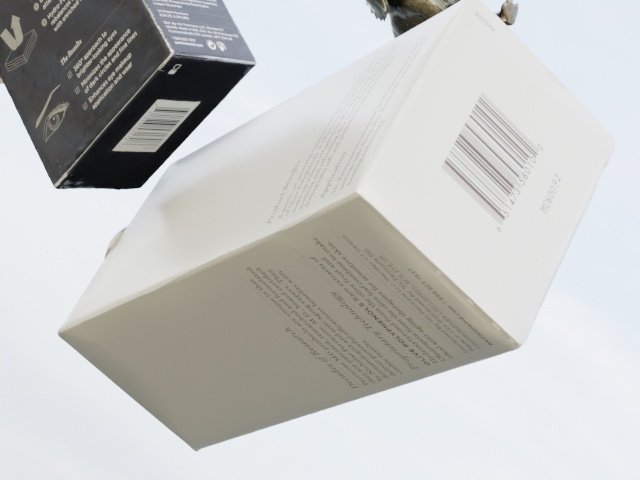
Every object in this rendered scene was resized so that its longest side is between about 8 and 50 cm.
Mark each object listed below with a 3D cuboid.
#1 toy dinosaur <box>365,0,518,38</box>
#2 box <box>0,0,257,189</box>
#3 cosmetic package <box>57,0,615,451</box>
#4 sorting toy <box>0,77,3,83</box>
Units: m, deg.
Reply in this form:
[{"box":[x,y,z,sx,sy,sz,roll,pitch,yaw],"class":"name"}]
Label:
[{"box":[0.134,-0.244,1.947,0.160,0.121,0.313,3,-28,37],"class":"toy dinosaur"},{"box":[-0.152,-0.145,1.278,0.093,0.156,0.158,-1,56,-50],"class":"box"},{"box":[0.000,0.000,1.202,0.155,0.197,0.365,43,-36,-18],"class":"cosmetic package"},{"box":[-0.407,-0.241,2.316,0.045,0.083,0.075,-4,-25,27],"class":"sorting toy"}]
